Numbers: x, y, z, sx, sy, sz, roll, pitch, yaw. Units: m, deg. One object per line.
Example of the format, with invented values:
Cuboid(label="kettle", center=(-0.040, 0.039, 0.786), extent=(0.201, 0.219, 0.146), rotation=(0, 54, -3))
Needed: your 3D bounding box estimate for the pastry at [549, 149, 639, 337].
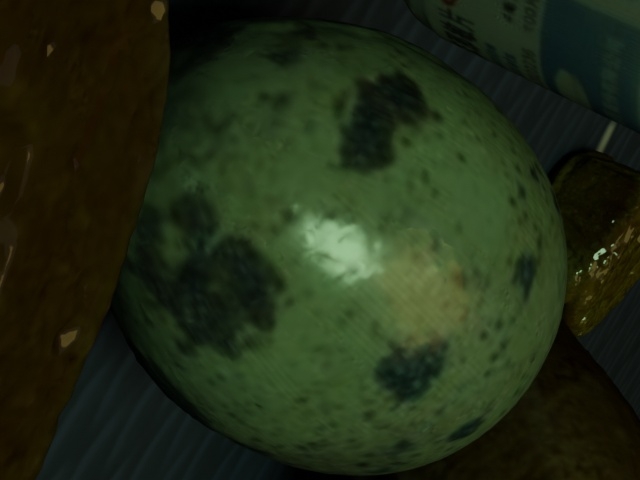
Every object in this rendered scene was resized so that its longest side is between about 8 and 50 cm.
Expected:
Cuboid(label="pastry", center=(0.143, 0.003, 0.947), extent=(0.109, 0.057, 0.097), rotation=(-21, 136, -54))

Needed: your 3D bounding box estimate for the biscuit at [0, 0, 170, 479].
Cuboid(label="biscuit", center=(-0.168, 0.047, 0.381), extent=(0.314, 0.063, 0.367), rotation=(10, 108, -62))

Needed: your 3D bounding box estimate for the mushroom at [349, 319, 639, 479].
Cuboid(label="mushroom", center=(0.060, 0.140, 0.790), extent=(0.254, 0.267, 0.267), rotation=(5, 117, -27))

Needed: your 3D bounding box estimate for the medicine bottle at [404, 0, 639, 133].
Cuboid(label="medicine bottle", center=(0.063, -0.105, 0.537), extent=(0.105, 0.168, 0.105), rotation=(-44, 151, -32))

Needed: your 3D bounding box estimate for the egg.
Cuboid(label="egg", center=(0.000, 0.000, 0.566), extent=(0.181, 0.141, 0.141), rotation=(36, 83, -48))
